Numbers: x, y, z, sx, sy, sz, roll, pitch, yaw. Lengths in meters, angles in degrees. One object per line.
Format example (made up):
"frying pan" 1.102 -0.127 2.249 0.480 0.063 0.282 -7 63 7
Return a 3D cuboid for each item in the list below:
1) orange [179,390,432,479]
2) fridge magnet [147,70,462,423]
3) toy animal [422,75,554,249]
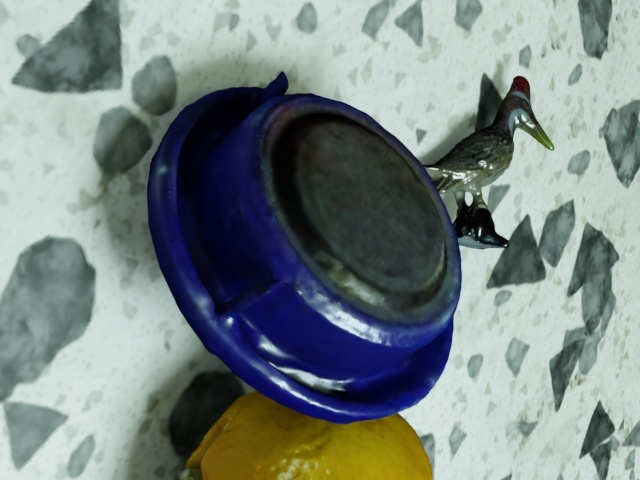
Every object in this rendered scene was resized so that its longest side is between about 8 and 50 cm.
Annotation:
"orange" -0.013 0.210 0.799 0.219 0.193 0.219 -60 177 -5
"fridge magnet" 0.000 0.000 0.774 0.265 0.113 0.265 26 46 -30
"toy animal" 0.148 -0.071 1.011 0.105 0.070 0.202 41 72 -24
